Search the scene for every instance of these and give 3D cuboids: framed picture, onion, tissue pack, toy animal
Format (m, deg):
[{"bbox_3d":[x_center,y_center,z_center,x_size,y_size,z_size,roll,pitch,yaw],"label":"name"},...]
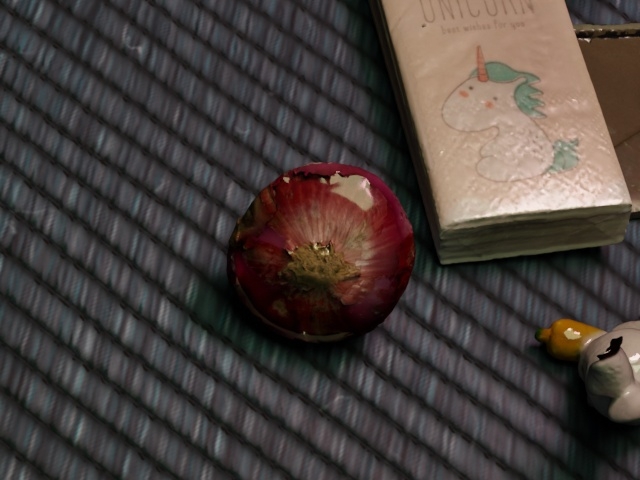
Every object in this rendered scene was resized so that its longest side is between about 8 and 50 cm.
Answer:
[{"bbox_3d":[0.336,-0.114,1.794,0.281,0.019,0.209,-3,59,-17],"label":"framed picture"},{"bbox_3d":[0.000,0.000,1.581,0.150,0.150,0.140,14,19,-6],"label":"onion"},{"bbox_3d":[0.145,-0.139,1.721,0.170,0.071,0.325,-8,59,-10],"label":"tissue pack"},{"bbox_3d":[0.246,0.092,1.579,0.182,0.127,0.131,-25,74,-40],"label":"toy animal"}]
